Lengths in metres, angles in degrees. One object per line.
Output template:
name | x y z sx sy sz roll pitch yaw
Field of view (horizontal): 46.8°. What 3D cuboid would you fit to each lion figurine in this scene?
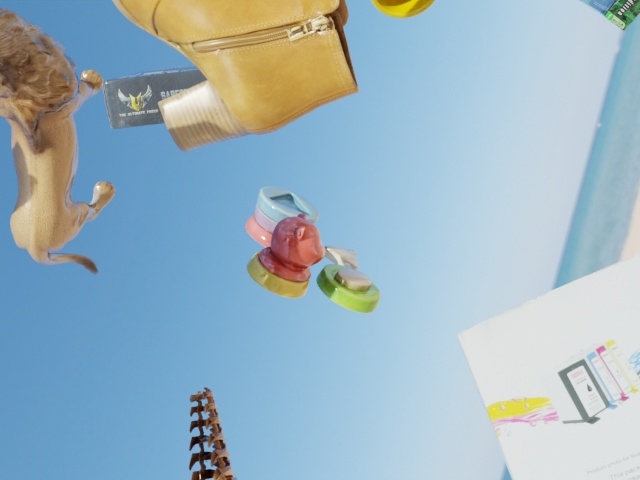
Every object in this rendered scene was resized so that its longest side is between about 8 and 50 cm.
lion figurine | -0.367 -0.106 0.983 0.240 0.142 0.393 -88 -9 -74

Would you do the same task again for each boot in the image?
boot | -0.090 -0.250 0.736 0.104 0.211 0.295 -35 -76 -79

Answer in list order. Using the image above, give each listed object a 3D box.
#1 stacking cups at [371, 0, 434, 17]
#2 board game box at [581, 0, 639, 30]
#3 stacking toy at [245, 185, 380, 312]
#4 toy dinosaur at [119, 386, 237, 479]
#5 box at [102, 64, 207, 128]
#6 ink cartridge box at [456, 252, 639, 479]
stacking cups | 0.110 -0.443 1.042 0.096 0.095 0.316 83 -173 -50
board game box | 0.333 -0.293 0.767 0.136 0.030 0.260 -55 2 25
stacking toy | 0.000 0.000 1.445 0.130 0.279 0.309 -63 21 21
toy dinosaur | -0.128 0.299 0.644 0.218 0.164 0.322 33 -153 -43
box | -0.127 -0.187 0.903 0.183 0.232 0.059 -95 -1 -75
ink cartridge box | 0.231 0.164 0.554 0.171 0.168 0.233 60 -169 -32
